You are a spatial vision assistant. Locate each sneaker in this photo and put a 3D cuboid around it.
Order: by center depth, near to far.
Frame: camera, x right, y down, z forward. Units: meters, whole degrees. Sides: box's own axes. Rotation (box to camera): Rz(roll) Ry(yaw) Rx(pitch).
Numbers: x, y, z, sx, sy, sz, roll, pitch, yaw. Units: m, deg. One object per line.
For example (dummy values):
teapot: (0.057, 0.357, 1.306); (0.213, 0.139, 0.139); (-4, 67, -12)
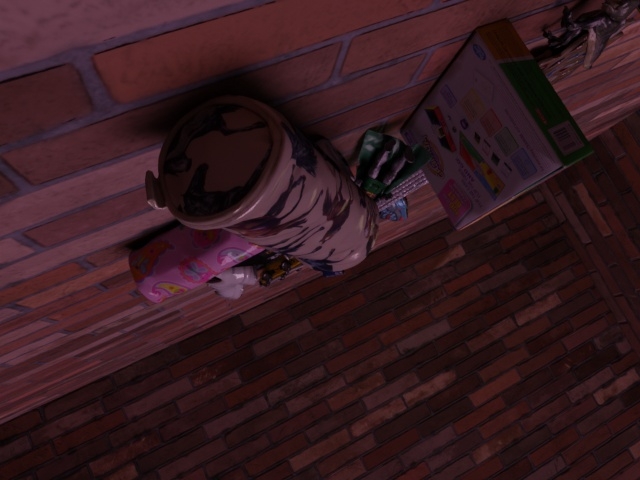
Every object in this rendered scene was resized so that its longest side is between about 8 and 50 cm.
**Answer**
sneaker: (-0.010, -0.114, 0.894); (0.121, 0.079, 0.217); (-29, 172, 11)
sneaker: (-0.275, 0.101, 1.393); (0.129, 0.110, 0.297); (1, 159, -23)
sneaker: (0.205, -0.117, 1.514); (0.125, 0.104, 0.262); (-13, 166, 7)

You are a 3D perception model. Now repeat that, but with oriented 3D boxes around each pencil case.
pencil case: (-0.050, -0.051, 0.679); (0.184, 0.159, 0.410); (-37, 158, 12)
pencil case: (-0.214, 0.009, 0.906); (0.284, 0.124, 0.124); (-28, 171, 5)

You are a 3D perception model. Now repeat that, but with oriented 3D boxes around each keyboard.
keyboard: (0.206, -0.147, 1.351); (0.256, 0.072, 0.014); (-32, -165, 31)

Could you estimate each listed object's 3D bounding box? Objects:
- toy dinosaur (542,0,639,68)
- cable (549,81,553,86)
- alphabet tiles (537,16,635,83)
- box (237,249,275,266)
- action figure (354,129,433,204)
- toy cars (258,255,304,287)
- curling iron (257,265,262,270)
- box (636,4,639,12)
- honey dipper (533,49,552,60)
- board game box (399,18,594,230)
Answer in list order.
toy dinosaur: (0.441, -0.352, 0.785); (0.118, 0.064, 0.268); (-7, 161, 4)
cable: (0.374, -0.232, 1.015); (0.257, 0.089, 0.257); (-33, 180, 30)
alphabet tiles: (0.483, -0.354, 1.053); (0.285, 0.011, 0.342); (-25, 175, -26)
box: (-0.074, -0.039, 1.164); (0.322, 0.079, 0.257); (-29, 172, 16)
action figure: (0.113, -0.120, 0.996); (0.232, 0.137, 0.063); (124, -12, -57)
toy cars: (-0.139, 0.083, 1.665); (0.177, 0.087, 0.393); (-25, 174, -12)
curling iron: (-0.167, 0.040, 1.481); (0.068, 0.035, 0.274); (-17, 167, -27)
box: (0.624, -0.443, 0.885); (0.169, 0.054, 0.059); (-17, 166, -44)
honey dipper: (0.383, -0.333, 0.919); (0.161, 0.030, 0.030); (-25, 171, -21)
board game box: (0.276, -0.175, 0.839); (0.064, 0.242, 0.316); (-25, 172, -18)
